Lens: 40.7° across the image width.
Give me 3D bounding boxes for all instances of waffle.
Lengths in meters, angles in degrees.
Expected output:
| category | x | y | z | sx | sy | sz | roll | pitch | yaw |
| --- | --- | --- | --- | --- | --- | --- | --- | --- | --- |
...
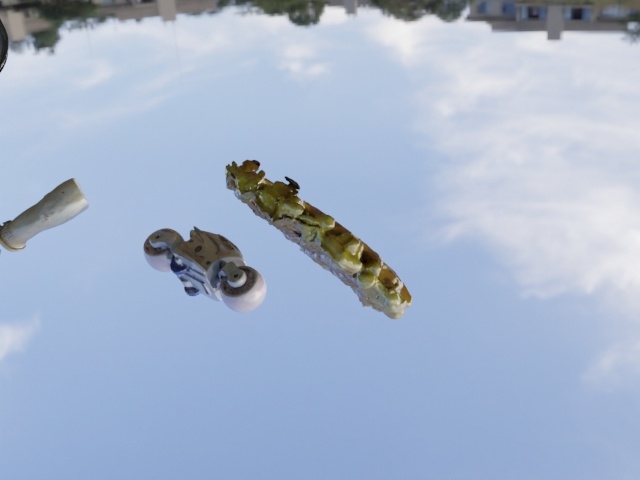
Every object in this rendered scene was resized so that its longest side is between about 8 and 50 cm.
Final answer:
| category | x | y | z | sx | sy | sz | roll | pitch | yaw |
| --- | --- | --- | --- | --- | --- | --- | --- | --- | --- |
| waffle | 0.000 | 0.000 | 1.247 | 0.325 | 0.302 | 0.068 | 33 | -97 | 36 |

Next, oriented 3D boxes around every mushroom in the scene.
| category | x | y | z | sx | sy | sz | roll | pitch | yaw |
| --- | --- | --- | --- | --- | --- | --- | --- | --- | --- |
| mushroom | -0.615 | -0.051 | 1.903 | 0.223 | 0.081 | 0.092 | -32 | -166 | 3 |

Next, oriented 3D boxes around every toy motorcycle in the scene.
| category | x | y | z | sx | sy | sz | roll | pitch | yaw |
| --- | --- | --- | --- | --- | --- | --- | --- | --- | --- |
| toy motorcycle | -0.181 | 0.035 | 1.389 | 0.254 | 0.112 | 0.112 | 22 | -144 | 34 |

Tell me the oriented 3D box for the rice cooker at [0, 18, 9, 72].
| category | x | y | z | sx | sy | sz | roll | pitch | yaw |
| --- | --- | --- | --- | --- | --- | --- | --- | --- | --- |
| rice cooker | -0.716 | -0.349 | 1.551 | 0.224 | 0.267 | 0.267 | 8 | -153 | 43 |
